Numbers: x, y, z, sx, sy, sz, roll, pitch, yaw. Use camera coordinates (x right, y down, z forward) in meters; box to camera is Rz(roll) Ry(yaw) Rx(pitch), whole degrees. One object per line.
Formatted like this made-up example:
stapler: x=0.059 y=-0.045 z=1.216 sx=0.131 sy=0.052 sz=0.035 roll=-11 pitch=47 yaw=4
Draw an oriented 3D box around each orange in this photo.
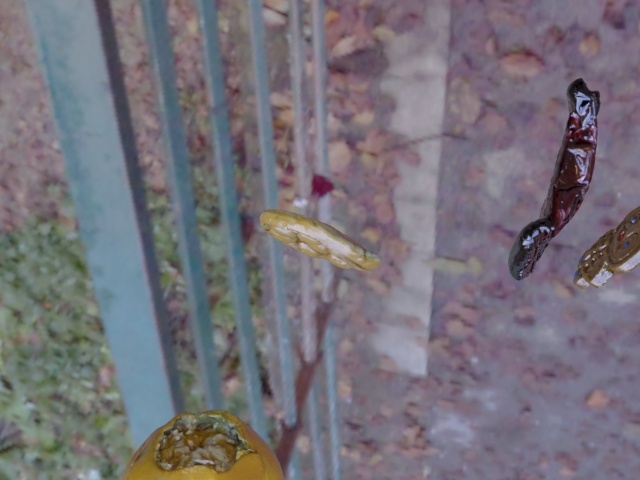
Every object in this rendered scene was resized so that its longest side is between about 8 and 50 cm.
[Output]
orange: x=-0.108 y=0.225 z=1.075 sx=0.155 sy=0.155 sz=0.134 roll=-10 pitch=91 yaw=27

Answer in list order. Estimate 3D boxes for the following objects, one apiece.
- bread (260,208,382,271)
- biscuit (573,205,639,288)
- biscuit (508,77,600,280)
bread: x=0.000 y=0.000 z=0.998 sx=0.110 sy=0.024 sz=0.110 roll=23 pitch=172 yaw=4
biscuit: x=0.406 y=0.007 z=1.600 sx=0.026 sy=0.124 sz=0.175 roll=39 pitch=134 yaw=-9
biscuit: x=0.291 y=-0.071 z=1.425 sx=0.063 sy=0.235 sz=0.151 roll=19 pitch=167 yaw=9
